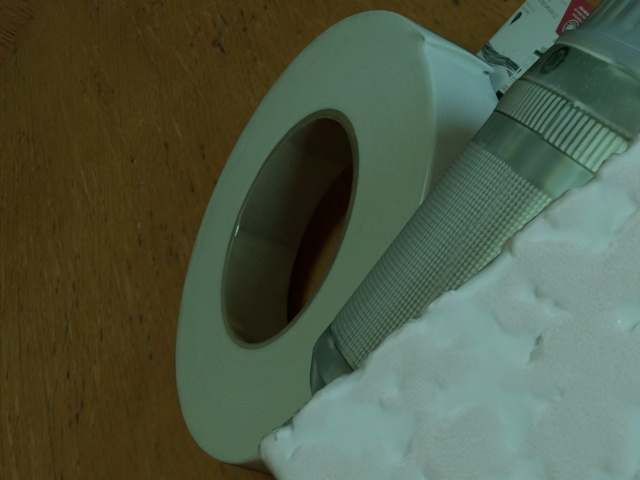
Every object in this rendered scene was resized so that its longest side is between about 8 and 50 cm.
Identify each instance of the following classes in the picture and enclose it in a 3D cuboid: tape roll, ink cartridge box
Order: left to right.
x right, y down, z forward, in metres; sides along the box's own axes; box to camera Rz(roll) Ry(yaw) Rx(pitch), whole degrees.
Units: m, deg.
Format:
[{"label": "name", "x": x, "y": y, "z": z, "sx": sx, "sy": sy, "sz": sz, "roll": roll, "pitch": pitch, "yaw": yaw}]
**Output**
[{"label": "tape roll", "x": 0.000, "y": 0.000, "z": 0.886, "sx": 0.392, "sy": 0.072, "sz": 0.392, "roll": -43, "pitch": 36, "yaw": 42}, {"label": "ink cartridge box", "x": 0.167, "y": -0.125, "z": 0.833, "sx": 0.135, "sy": 0.056, "sz": 0.099, "roll": -47, "pitch": 32, "yaw": 18}]

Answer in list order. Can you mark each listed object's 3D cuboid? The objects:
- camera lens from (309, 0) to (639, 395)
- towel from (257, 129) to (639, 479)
[{"label": "camera lens", "x": 0.144, "y": 0.039, "z": 0.556, "sx": 0.274, "sy": 0.219, "sz": 0.219, "roll": -53, "pitch": 31, "yaw": 8}, {"label": "towel", "x": 0.182, "y": 0.108, "z": 0.394, "sx": 0.332, "sy": 0.053, "sz": 0.317, "roll": -39, "pitch": 76, "yaw": 14}]
